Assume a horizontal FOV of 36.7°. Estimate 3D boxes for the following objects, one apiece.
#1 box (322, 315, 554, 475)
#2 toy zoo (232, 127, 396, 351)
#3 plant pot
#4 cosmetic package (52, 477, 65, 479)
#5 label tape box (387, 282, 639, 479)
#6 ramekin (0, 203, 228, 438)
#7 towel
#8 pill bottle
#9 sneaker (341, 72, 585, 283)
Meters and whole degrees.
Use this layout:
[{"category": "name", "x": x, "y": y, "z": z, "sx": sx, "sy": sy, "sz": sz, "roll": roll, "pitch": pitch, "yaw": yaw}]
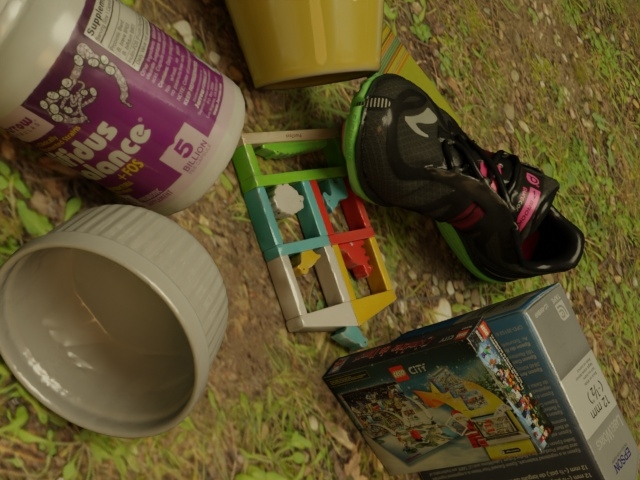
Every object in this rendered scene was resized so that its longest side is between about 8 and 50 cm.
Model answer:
[{"category": "box", "x": 0.132, "y": 0.188, "z": 1.124, "sx": 0.159, "sy": 0.233, "sz": 0.044, "roll": 57, "pitch": 45, "yaw": -11}, {"category": "toy zoo", "x": 0.000, "y": 0.000, "z": 1.230, "sx": 0.192, "sy": 0.030, "sz": 0.293, "roll": -12, "pitch": 81, "yaw": -49}, {"category": "plant pot", "x": -0.021, "y": -0.320, "z": 1.219, "sx": 0.254, "sy": 0.254, "sz": 0.239, "roll": -12, "pitch": 97, "yaw": -49}, {"category": "cosmetic package", "x": -0.256, "y": 0.309, "z": 0.749, "sx": 0.060, "sy": 0.098, "sz": 0.239, "roll": 43, "pitch": 44, "yaw": -25}, {"category": "label tape box", "x": 0.246, "y": 0.255, "z": 1.203, "sx": 0.115, "sy": 0.249, "sz": 0.348, "roll": -30, "pitch": 94, "yaw": -50}, {"category": "ramekin", "x": -0.182, "y": 0.066, "z": 0.875, "sx": 0.207, "sy": 0.207, "sz": 0.109, "roll": 54, "pitch": 32, "yaw": -14}, {"category": "towel", "x": 0.134, "y": -0.236, "z": 1.503, "sx": 0.237, "sy": 0.021, "sz": 0.102, "roll": 48, "pitch": 49, "yaw": -22}, {"category": "pill bottle", "x": -0.235, "y": -0.160, "z": 0.946, "sx": 0.301, "sy": 0.169, "sz": 0.169, "roll": 32, "pitch": 50, "yaw": -33}, {"category": "sneaker", "x": 0.211, "y": -0.085, "z": 1.325, "sx": 0.482, "sy": 0.202, "sz": 0.185, "roll": 30, "pitch": 70, "yaw": -42}]
